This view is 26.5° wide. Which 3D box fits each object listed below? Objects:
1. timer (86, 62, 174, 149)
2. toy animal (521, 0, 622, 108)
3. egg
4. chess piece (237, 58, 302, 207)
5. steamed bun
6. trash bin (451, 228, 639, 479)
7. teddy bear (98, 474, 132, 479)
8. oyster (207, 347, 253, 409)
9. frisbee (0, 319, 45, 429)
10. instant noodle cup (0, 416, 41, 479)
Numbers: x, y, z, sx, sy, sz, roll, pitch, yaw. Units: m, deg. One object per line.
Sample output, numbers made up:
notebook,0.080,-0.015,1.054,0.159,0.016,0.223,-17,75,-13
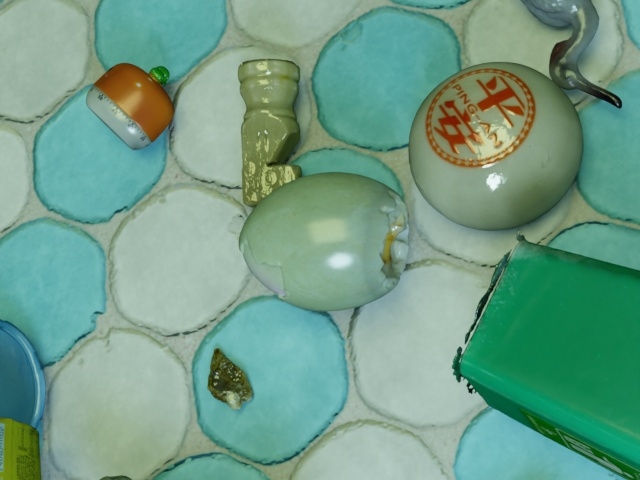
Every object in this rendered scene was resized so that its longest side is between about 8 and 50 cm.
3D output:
timer,-0.268,-0.207,1.974,0.136,0.099,0.136,-2,80,11
toy animal,0.327,-0.335,1.838,0.195,0.090,0.324,5,69,20
egg,0.000,0.000,1.759,0.217,0.183,0.183,6,71,20
chess piece,-0.071,-0.148,1.907,0.090,0.090,0.200,-4,79,16
steamed bun,0.222,-0.132,1.761,0.232,0.145,0.232,-6,68,15
trash bin,0.377,0.142,1.545,0.381,0.259,0.295,22,77,27
teddy bear,-0.173,0.495,1.610,0.357,0.224,0.367,11,75,36
oyster,-0.129,0.186,1.812,0.051,0.034,0.093,-43,59,-11
frisbee,-0.491,0.221,1.903,0.242,0.045,0.242,-3,78,14
instant noodle cup,-0.470,0.338,1.729,0.264,0.264,0.200,-7,69,15
